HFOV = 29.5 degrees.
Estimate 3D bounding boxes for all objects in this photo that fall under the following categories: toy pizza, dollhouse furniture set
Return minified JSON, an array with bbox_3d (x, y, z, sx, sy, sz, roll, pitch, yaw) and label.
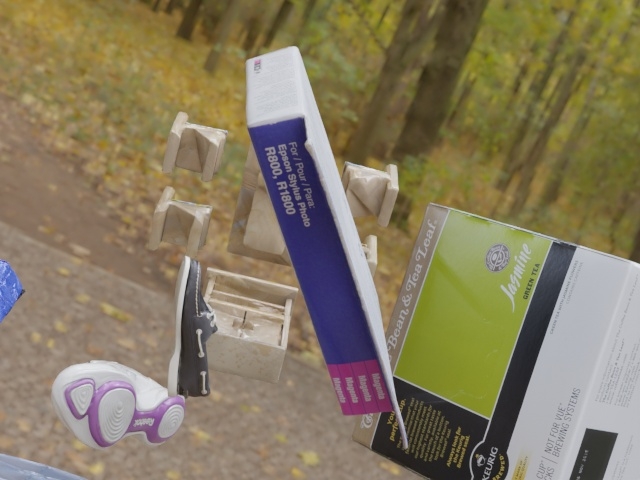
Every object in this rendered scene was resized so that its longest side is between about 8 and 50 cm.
[{"bbox_3d":[-0.302,0.257,1.262,0.201,0.032,0.201,17,-6,2],"label":"toy pizza"},{"bbox_3d":[-0.093,-0.003,2.034,0.362,0.394,0.256,13,21,-4],"label":"dollhouse furniture set"}]

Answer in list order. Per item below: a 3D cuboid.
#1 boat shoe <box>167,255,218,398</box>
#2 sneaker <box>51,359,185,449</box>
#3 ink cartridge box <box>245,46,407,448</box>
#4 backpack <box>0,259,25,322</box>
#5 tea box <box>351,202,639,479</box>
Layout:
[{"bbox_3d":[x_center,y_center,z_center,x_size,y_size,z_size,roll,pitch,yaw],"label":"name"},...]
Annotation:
[{"bbox_3d":[-0.103,0.073,1.003,0.038,0.125,0.046,5,17,-6],"label":"boat shoe"},{"bbox_3d":[-0.321,0.232,1.770,0.152,0.114,0.305,23,-6,24],"label":"sneaker"},{"bbox_3d":[0.000,0.000,1.222,0.071,0.324,0.330,-16,22,5],"label":"ink cartridge box"},{"bbox_3d":[-0.487,0.081,1.676,0.098,0.120,0.101,-10,-51,25],"label":"backpack"},{"bbox_3d":[0.259,0.160,1.517,0.220,0.329,0.323,16,3,-45],"label":"tea box"}]
